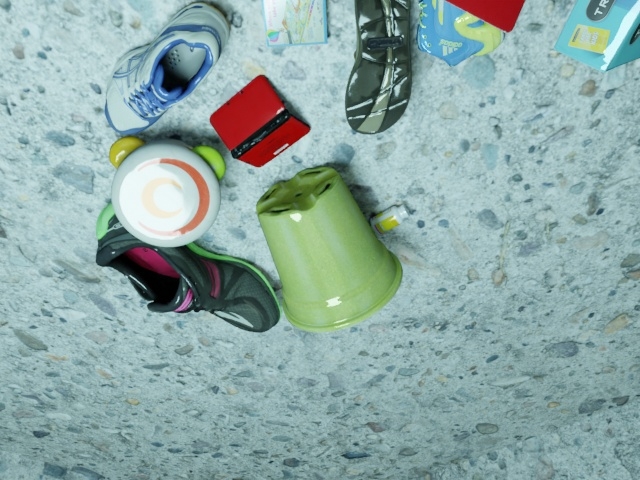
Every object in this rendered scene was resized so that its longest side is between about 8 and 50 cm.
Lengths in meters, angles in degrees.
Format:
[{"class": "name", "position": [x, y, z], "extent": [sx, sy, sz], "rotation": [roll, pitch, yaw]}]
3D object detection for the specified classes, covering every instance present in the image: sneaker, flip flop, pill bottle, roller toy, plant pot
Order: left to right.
[{"class": "sneaker", "position": [-0.274, -0.265, 0.804], "extent": [0.296, 0.131, 0.112], "rotation": [-35, 127, 28]}, {"class": "roller toy", "position": [-0.293, -0.095, 0.926], "extent": [0.209, 0.146, 0.191], "rotation": [2, 107, -17]}, {"class": "sneaker", "position": [-0.295, 0.105, 1.096], "extent": [0.482, 0.202, 0.185], "rotation": [35, 123, -29]}, {"class": "plant pot", "position": [0.000, 0.000, 0.997], "extent": [0.276, 0.276, 0.254], "rotation": [-17, 119, 13]}, {"class": "flip flop", "position": [0.097, -0.316, 0.815], "extent": [0.112, 0.080, 0.277], "rotation": [0, 118, 4]}, {"class": "pill bottle", "position": [0.155, -0.048, 1.079], "extent": [0.083, 0.043, 0.043], "rotation": [-28, 128, 22]}, {"class": "sneaker", "position": [0.185, -0.364, 0.756], "extent": [0.126, 0.091, 0.240], "rotation": [-33, 126, 27]}]

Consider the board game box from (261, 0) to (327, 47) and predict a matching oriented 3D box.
[{"class": "board game box", "position": [-0.043, -0.389, 0.767], "extent": [0.103, 0.026, 0.154], "rotation": [-3, 133, 0]}]

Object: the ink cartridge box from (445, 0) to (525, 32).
[{"class": "ink cartridge box", "position": [0.208, -0.446, 0.587], "extent": [0.309, 0.130, 0.272], "rotation": [17, 105, -17]}]

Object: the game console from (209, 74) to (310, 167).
[{"class": "game console", "position": [-0.114, -0.222, 0.929], "extent": [0.144, 0.085, 0.124], "rotation": [-31, 158, 24]}]

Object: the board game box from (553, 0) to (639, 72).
[{"class": "board game box", "position": [0.472, -0.380, 0.632], "extent": [0.336, 0.079, 0.254], "rotation": [-25, 144, -35]}]
